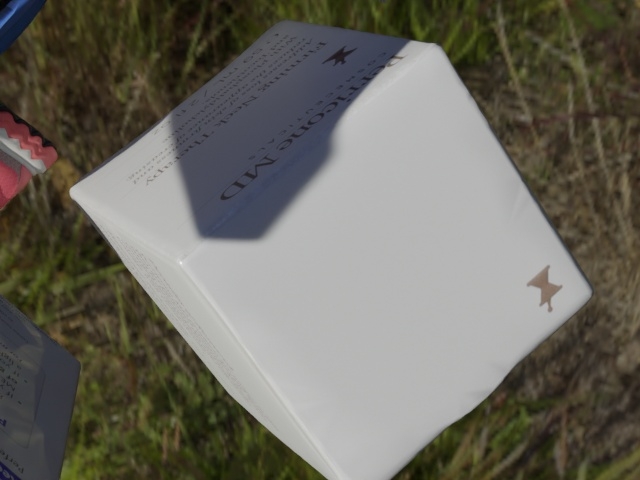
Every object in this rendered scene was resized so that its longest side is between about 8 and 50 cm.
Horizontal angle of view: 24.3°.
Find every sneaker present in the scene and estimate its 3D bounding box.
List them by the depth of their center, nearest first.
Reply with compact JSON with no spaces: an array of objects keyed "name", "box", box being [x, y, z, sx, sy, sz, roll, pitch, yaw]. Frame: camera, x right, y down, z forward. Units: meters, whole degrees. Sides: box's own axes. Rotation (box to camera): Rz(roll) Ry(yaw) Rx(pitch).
[{"name":"sneaker","box":[-0.388,-0.108,1.468,0.116,0.314,0.136,36,86,36]}]

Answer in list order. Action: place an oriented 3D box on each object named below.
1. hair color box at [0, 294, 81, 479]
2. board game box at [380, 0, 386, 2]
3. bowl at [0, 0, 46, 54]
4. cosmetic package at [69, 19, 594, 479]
[{"name":"hair color box","box":[-0.212,0.090,0.632,0.185,0.339,0.110,43,97,-14]},{"name":"board game box","box":[-0.111,-0.382,1.632,0.318,0.318,0.066,36,102,54]},{"name":"bowl","box":[-0.303,-0.249,0.798,0.391,0.077,0.391,-1,93,-25]},{"name":"cosmetic package","box":[0.000,0.000,1.559,0.329,0.327,0.393,-40,24,-12]}]
